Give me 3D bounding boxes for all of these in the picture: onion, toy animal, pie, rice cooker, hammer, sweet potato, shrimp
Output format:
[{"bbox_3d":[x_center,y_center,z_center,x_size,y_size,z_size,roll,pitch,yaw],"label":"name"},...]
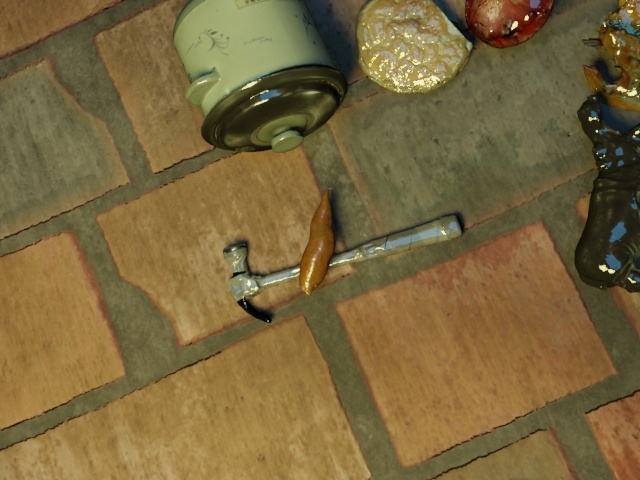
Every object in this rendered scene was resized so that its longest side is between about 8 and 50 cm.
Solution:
[{"bbox_3d":[0.342,-0.423,1.566,0.147,0.184,0.184,0,79,-36],"label":"onion"},{"bbox_3d":[0.517,-0.078,1.514,0.168,0.106,0.343,1,76,14],"label":"toy animal"},{"bbox_3d":[0.154,-0.359,1.620,0.185,0.052,0.218,-39,82,-1],"label":"pie"},{"bbox_3d":[-0.103,-0.290,1.540,0.316,0.264,0.317,16,58,-27],"label":"rice cooker"},{"bbox_3d":[0.041,0.023,1.587,0.426,0.044,0.152,-19,81,4],"label":"hammer"},{"bbox_3d":[0.000,0.000,1.550,0.056,0.056,0.195,10,80,8],"label":"sweet potato"},{"bbox_3d":[0.515,-0.287,1.532,0.187,0.052,0.132,38,122,-9],"label":"shrimp"}]

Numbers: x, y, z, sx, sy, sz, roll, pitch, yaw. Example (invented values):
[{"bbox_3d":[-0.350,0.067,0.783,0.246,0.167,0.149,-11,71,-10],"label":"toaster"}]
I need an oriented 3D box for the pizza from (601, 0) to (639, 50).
[{"bbox_3d":[0.666,-0.443,1.544,0.405,0.130,0.440,-21,86,16],"label":"pizza"}]
